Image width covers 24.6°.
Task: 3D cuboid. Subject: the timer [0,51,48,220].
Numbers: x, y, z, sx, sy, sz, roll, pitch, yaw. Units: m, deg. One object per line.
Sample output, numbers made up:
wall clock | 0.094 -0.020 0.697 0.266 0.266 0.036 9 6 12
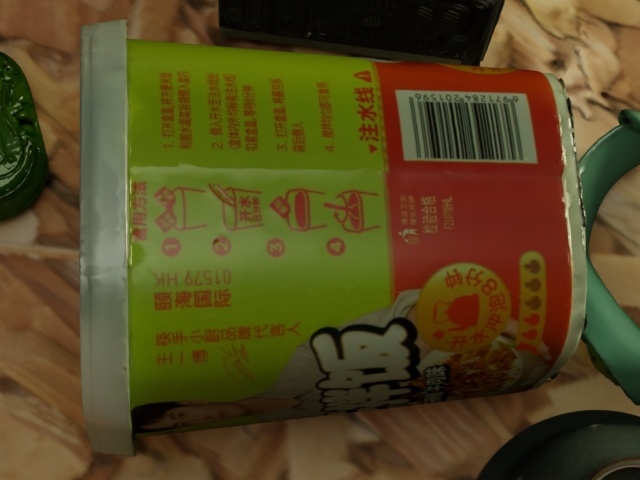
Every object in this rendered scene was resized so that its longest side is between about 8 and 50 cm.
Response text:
timer | -0.275 -0.077 1.102 0.128 0.047 0.140 -16 72 -5

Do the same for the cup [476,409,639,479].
cup | 0.193 0.193 0.946 0.199 0.150 0.199 0 72 1

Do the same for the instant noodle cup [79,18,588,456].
instant noodle cup | 0.000 0.000 0.971 0.307 0.294 0.294 -1 71 -6

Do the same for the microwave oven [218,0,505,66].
microwave oven | 0.032 -0.215 1.085 0.208 0.162 0.122 7 72 -1

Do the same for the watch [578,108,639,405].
watch | 0.251 0.006 1.011 0.195 0.068 0.237 -37 46 6
